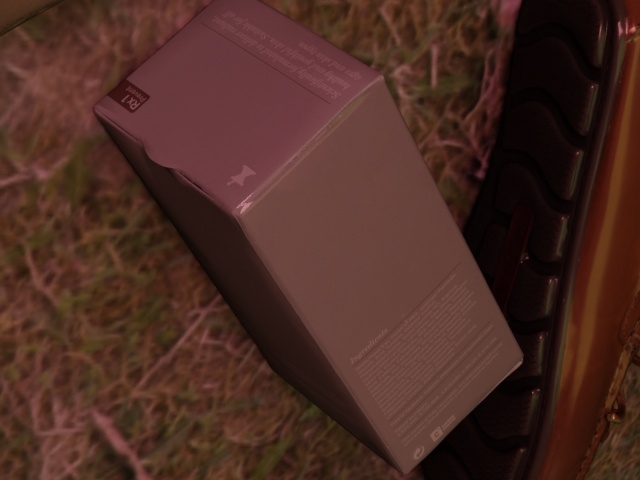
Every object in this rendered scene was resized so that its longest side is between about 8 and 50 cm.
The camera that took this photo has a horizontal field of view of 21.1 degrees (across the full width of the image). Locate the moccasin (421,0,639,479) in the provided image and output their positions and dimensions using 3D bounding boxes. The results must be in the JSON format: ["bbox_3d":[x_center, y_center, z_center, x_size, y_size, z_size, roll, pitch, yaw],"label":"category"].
[{"bbox_3d":[0.155,0.019,1.027,0.147,0.139,0.380,0,107,-33],"label":"moccasin"}]

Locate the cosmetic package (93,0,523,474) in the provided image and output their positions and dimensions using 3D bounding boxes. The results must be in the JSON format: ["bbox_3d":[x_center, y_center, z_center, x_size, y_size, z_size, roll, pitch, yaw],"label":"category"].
[{"bbox_3d":[0.000,0.000,0.865,0.107,0.127,0.238,-42,139,-14],"label":"cosmetic package"}]

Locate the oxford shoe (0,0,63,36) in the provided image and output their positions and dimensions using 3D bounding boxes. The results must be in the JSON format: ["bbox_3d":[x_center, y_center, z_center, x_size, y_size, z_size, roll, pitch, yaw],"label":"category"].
[{"bbox_3d":[-0.113,-0.150,0.623,0.397,0.146,0.140,-35,96,-39],"label":"oxford shoe"}]
